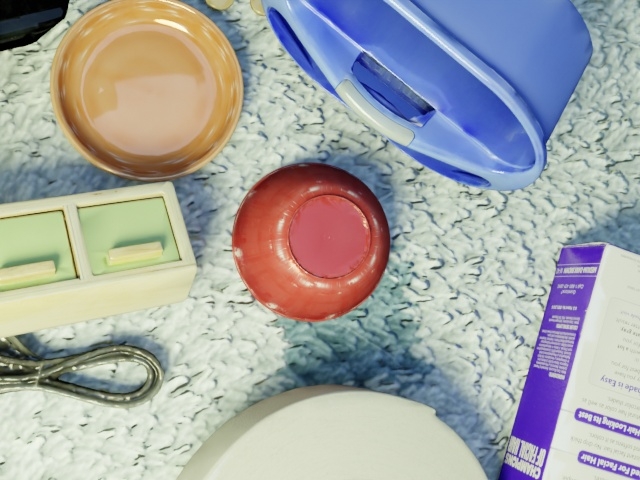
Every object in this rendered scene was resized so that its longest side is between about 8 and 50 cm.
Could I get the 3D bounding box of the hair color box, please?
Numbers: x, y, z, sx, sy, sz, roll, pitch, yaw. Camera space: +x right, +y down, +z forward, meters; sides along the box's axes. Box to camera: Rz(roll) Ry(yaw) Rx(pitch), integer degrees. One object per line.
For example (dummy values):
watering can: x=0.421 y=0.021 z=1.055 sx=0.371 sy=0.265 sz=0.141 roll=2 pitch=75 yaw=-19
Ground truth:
hair color box: x=0.331 y=0.191 z=0.896 sx=0.185 sy=0.110 sz=0.338 roll=19 pitch=82 yaw=-11

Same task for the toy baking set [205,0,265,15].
toy baking set: x=-0.076 y=-0.365 z=0.885 sx=0.256 sy=0.030 sz=0.197 roll=-42 pitch=99 yaw=-8

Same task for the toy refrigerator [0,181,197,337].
toy refrigerator: x=-0.264 y=0.021 z=0.754 sx=0.269 sy=0.094 sz=0.102 roll=-9 pitch=66 yaw=-23

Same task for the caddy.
caddy: x=0.097 y=-0.186 z=0.803 sx=0.341 sy=0.241 sz=0.179 roll=38 pitch=75 yaw=-7

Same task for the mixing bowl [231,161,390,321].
mixing bowl: x=0.000 y=0.000 z=0.845 sx=0.181 sy=0.098 sz=0.181 roll=0 pitch=88 yaw=-11

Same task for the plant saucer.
plant saucer: x=-0.183 y=-0.160 z=0.848 sx=0.200 sy=0.037 sz=0.200 roll=0 pitch=87 yaw=-10

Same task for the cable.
cable: x=-0.306 y=0.129 z=0.788 sx=0.287 sy=0.072 sz=0.139 roll=21 pitch=76 yaw=-8

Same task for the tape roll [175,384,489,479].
tape roll: x=0.016 y=0.341 z=0.799 sx=0.392 sy=0.072 sz=0.392 roll=2 pitch=86 yaw=-25

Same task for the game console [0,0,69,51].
game console: x=-0.397 y=-0.222 z=0.617 sx=0.361 sy=0.044 sz=0.213 roll=-19 pitch=90 yaw=-14
